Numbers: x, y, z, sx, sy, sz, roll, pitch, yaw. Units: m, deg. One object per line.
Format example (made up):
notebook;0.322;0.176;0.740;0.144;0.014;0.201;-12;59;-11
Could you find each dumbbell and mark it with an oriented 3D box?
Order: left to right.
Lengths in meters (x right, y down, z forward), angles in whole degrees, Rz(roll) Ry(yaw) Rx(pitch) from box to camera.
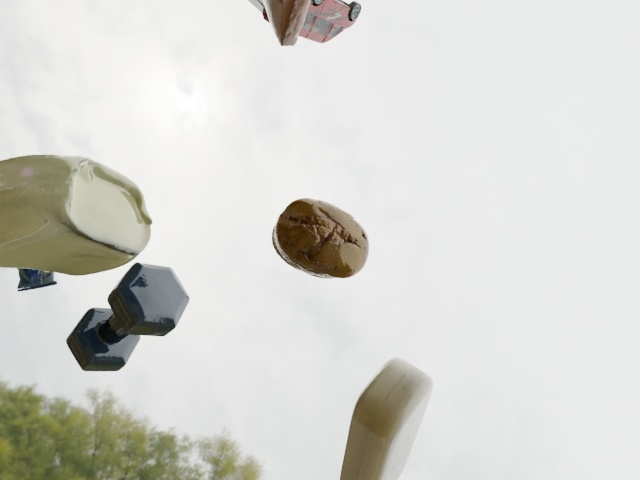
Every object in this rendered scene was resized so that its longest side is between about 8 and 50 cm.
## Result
dumbbell;-0.424;0.174;1.121;0.324;0.159;0.144;-34;-125;38

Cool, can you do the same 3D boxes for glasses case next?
glasses case;0.062;0.198;0.515;0.050;0.083;0.197;32;-41;28

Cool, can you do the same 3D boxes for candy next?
candy;-0.666;0.076;1.203;0.038;0.088;0.136;64;-33;28

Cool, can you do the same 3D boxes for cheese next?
cheese;-0.383;-0.024;0.734;0.233;0.266;0.127;-15;-106;14

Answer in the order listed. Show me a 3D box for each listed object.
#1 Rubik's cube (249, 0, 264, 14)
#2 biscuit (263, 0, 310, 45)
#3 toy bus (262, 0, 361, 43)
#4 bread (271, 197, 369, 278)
Rubik's cube;-0.147;-0.765;1.320;0.231;0.224;0.221;42;-92;-4
biscuit;-0.050;-0.418;0.674;0.284;0.043;0.307;-140;-134;-58
toy bus;-0.010;-0.399;0.897;0.081;0.195;0.089;37;-63;21
bread;0.000;0.000;1.393;0.142;0.269;0.196;-27;-142;62
